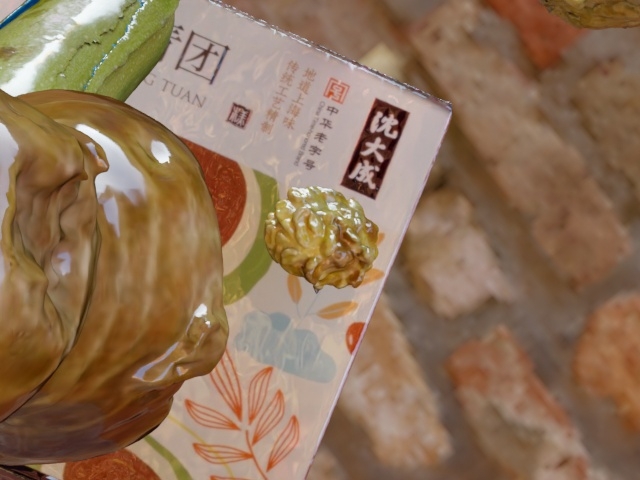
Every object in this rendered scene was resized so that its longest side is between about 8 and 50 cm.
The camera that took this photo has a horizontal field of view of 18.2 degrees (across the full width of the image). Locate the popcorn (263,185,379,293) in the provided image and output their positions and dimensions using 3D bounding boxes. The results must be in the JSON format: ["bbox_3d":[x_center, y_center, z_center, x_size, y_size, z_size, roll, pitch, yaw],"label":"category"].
[{"bbox_3d":[0.000,0.000,1.372,0.082,0.057,0.083,33,31,-13],"label":"popcorn"}]

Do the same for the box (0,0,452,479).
[{"bbox_3d":[-0.135,0.015,1.465,0.344,0.385,0.122,24,-17,-2],"label":"box"}]

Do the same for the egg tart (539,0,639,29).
[{"bbox_3d":[0.268,-0.203,1.259,0.297,0.297,0.132,-48,135,-73],"label":"egg tart"}]

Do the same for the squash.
[{"bbox_3d":[-0.168,-0.070,1.105,0.094,0.094,0.341,46,35,-13],"label":"squash"}]

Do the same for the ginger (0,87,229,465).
[{"bbox_3d":[-0.176,0.020,0.803,0.357,0.274,0.152,13,70,-73],"label":"ginger"}]
